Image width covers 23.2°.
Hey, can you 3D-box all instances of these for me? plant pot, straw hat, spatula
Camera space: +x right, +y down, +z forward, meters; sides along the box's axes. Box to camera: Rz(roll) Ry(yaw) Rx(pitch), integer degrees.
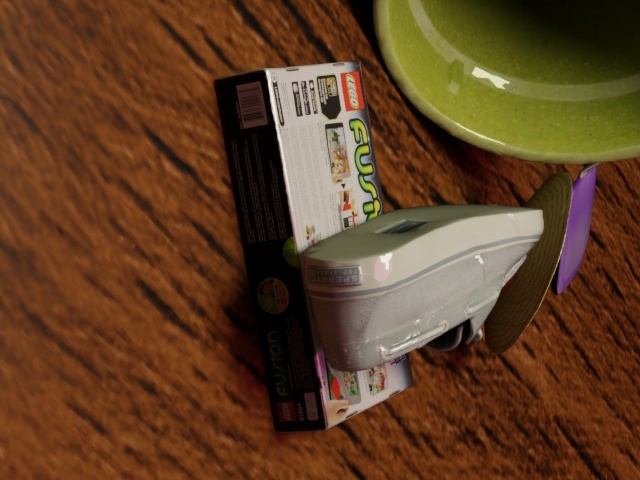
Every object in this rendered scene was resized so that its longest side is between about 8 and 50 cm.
[{"bbox_3d":[0.180,-0.237,1.098,0.276,0.276,0.254,54,29,-39],"label":"plant pot"},{"bbox_3d":[0.120,0.005,1.096,0.061,0.144,0.144,21,56,-8],"label":"straw hat"},{"bbox_3d":[0.241,-0.094,1.237,0.084,0.030,0.296,-39,153,-57],"label":"spatula"}]

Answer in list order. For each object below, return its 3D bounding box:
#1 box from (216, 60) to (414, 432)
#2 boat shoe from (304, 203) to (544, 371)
[{"bbox_3d":[0.000,0.000,0.925,0.114,0.036,0.207,-15,97,-59],"label":"box"},{"bbox_3d":[0.064,0.026,0.927,0.227,0.079,0.081,-18,108,-55],"label":"boat shoe"}]
